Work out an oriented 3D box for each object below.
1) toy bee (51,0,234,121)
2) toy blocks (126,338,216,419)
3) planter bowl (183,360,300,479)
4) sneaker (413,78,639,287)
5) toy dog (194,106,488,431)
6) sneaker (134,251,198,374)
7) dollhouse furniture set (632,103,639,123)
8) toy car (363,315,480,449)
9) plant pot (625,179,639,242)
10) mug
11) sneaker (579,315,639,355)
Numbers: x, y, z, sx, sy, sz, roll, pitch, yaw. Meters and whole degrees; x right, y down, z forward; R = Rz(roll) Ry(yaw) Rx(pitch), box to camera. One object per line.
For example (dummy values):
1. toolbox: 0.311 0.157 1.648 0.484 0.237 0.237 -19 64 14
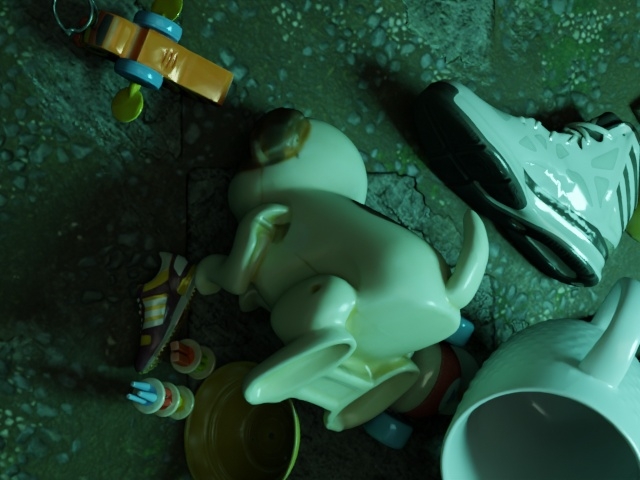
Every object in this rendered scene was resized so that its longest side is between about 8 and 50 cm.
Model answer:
1. toy bee: -0.273 -0.291 1.400 0.195 0.162 0.298 -52 130 -17
2. toy blocks: -0.221 0.198 1.420 0.054 0.148 0.123 25 84 22
3. planter bowl: -0.097 0.295 1.467 0.090 0.217 0.217 18 86 -52
4. sneaker: 0.357 -0.153 1.595 0.447 0.169 0.257 43 71 -22
5. toy dog: 0.000 0.000 1.376 0.395 0.408 0.284 -43 144 24
6. sneaker: -0.247 0.108 1.457 0.084 0.069 0.185 27 85 2
7. dollhouse furniture set: 0.663 -0.208 1.682 0.144 0.123 0.151 -36 102 -13
8. toy car: 0.189 0.219 1.529 0.238 0.210 0.219 27 95 -28
9. plant pot: 0.604 -0.057 1.686 0.134 0.095 0.134 -1 93 -17
10. mug: 0.363 0.220 1.382 0.276 0.328 0.374 28 118 11
11. sneaker: 0.446 0.215 1.656 0.286 0.109 0.130 -19 104 -6
